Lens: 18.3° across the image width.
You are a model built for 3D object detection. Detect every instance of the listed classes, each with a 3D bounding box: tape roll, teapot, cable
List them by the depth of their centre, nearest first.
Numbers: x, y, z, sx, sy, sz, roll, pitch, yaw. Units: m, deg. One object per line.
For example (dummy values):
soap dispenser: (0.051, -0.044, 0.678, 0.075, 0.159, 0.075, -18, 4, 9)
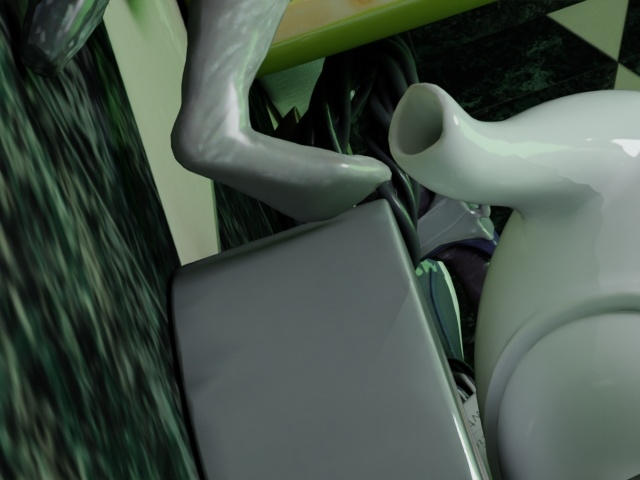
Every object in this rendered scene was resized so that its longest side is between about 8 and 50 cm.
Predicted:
tape roll: (0.023, 0.100, 0.620, 0.219, 0.072, 0.219, -20, 90, -88)
teapot: (0.153, 0.071, 0.725, 0.187, 0.256, 0.252, -38, 143, -46)
cable: (0.019, -0.039, 1.085, 0.150, 0.047, 0.184, 126, -32, -66)

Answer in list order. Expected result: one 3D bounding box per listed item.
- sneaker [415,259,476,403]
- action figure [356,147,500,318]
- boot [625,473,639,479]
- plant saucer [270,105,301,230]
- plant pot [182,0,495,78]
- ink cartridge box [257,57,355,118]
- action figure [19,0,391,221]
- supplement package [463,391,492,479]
sneaker: (0.060, 0.070, 1.353, 0.163, 0.086, 0.226, 45, 24, -82)
action figure: (0.129, 0.052, 1.273, 0.285, 0.099, 0.185, 50, 10, -15)
boot: (0.129, 0.176, 0.638, 0.137, 0.077, 0.198, 80, -15, -77)
plant saucer: (0.000, 0.000, 1.240, 0.168, 0.029, 0.168, -20, 90, -87)
plant pot: (0.011, -0.215, 1.033, 0.207, 0.228, 0.227, -76, 148, -71)
ink cartridge box: (-0.054, -0.252, 1.490, 0.330, 0.071, 0.324, 48, 22, -79)
action figure: (-0.045, -0.215, 0.533, 0.341, 0.178, 0.330, 96, -27, -61)
supplement package: (0.186, 0.190, 0.910, 0.293, 0.177, 0.175, 37, -19, 36)
